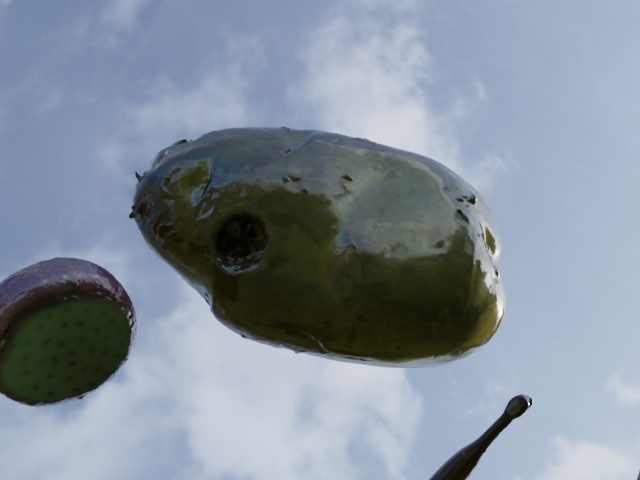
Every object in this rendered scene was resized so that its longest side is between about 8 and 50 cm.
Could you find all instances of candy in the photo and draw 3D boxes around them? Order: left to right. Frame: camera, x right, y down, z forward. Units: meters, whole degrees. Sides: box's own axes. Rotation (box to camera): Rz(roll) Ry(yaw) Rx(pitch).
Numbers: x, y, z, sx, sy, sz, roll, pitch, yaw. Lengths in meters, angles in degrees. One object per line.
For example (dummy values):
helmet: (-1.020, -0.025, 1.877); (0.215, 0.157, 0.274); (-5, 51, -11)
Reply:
candy: (-0.169, 0.059, 0.600); (0.103, 0.043, 0.103); (-19, -47, -22)

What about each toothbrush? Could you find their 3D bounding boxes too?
toothbrush: (0.173, 0.328, 1.279); (0.041, 0.041, 0.364); (24, -59, -15)

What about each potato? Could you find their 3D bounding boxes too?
potato: (0.000, 0.000, 0.715); (0.296, 0.192, 0.141); (20, -42, 8)

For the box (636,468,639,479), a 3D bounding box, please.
box: (0.436, 0.198, 0.962); (0.130, 0.162, 0.227); (40, -119, -17)
